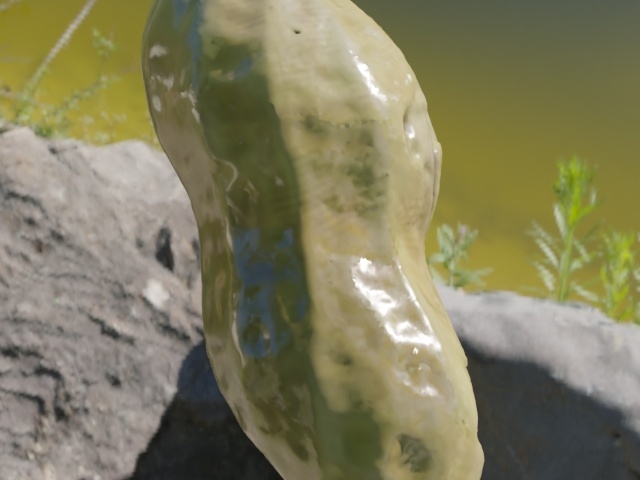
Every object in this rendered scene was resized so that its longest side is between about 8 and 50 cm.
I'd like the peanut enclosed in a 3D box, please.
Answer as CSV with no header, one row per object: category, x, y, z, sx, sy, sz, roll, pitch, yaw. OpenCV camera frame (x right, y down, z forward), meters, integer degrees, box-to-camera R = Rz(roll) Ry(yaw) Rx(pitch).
peanut,0.000,0.000,0.542,0.130,0.130,0.290,-13,84,-8
